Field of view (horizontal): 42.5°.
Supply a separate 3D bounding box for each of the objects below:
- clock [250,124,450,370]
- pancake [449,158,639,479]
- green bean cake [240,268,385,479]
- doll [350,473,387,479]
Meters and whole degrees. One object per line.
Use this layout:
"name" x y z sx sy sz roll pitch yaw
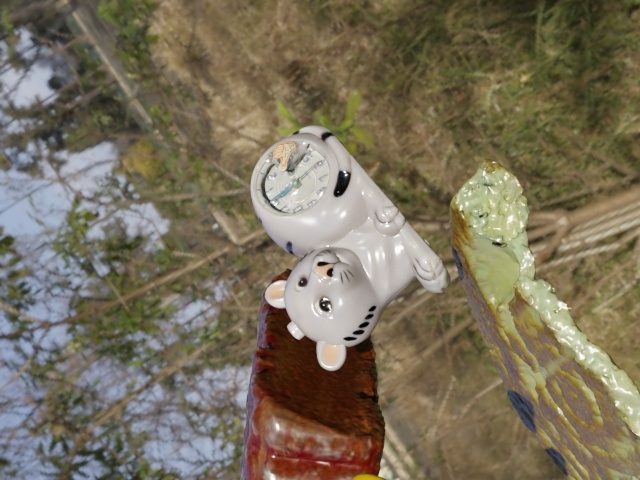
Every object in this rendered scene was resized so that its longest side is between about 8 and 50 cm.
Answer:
"clock" 0.000 0.000 0.613 0.176 0.117 0.080 53 -179 27
"pancake" 0.194 0.110 0.603 0.377 0.054 0.197 60 171 -17
"green bean cake" -0.009 0.139 0.644 0.233 0.097 0.199 -103 19 -83
"doll" 0.067 0.277 0.508 0.103 0.145 0.316 -72 -27 -55
